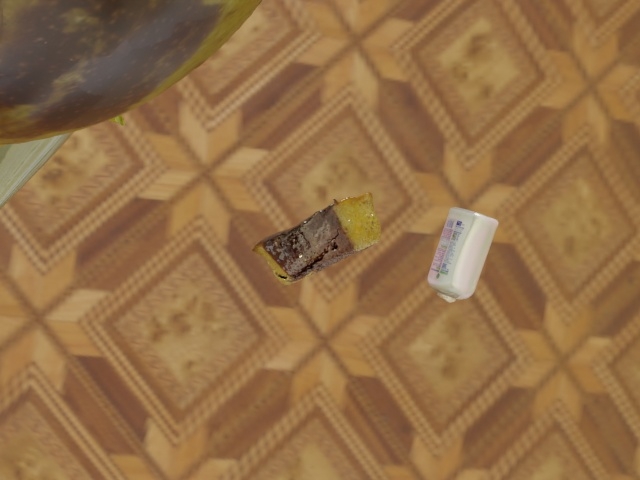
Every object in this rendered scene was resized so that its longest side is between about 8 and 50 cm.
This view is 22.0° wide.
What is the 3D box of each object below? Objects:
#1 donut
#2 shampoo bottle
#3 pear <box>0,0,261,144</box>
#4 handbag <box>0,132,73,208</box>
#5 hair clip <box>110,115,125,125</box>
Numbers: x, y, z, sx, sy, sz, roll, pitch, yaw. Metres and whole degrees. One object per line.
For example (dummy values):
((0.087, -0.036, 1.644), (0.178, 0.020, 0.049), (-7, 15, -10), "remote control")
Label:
((0.000, 0.000, 1.745), (0.140, 0.140, 0.059), (-25, 87, -25), "donut")
((0.149, 0.018, 1.757), (0.043, 0.072, 0.099), (18, 90, -22), "shampoo bottle")
((-0.136, -0.174, 0.715), (0.283, 0.283, 0.284), (-2, 94, -29), "pear")
((-0.392, -0.097, 1.582), (0.315, 0.109, 0.241), (-40, 118, 13), "handbag")
((-0.277, -0.155, 1.699), (0.072, 0.173, 0.046), (71, 31, -42), "hair clip")
